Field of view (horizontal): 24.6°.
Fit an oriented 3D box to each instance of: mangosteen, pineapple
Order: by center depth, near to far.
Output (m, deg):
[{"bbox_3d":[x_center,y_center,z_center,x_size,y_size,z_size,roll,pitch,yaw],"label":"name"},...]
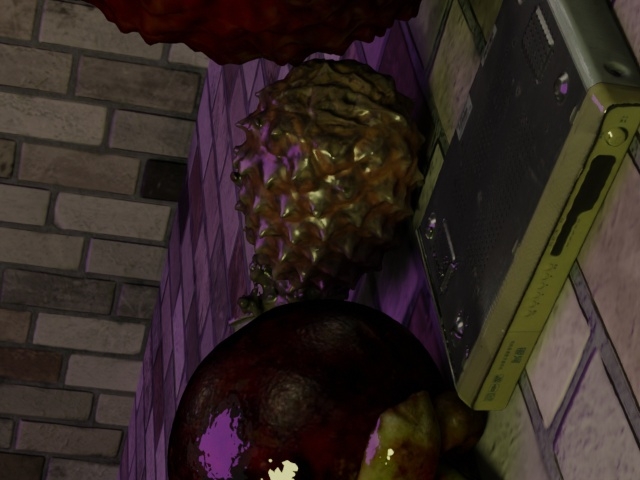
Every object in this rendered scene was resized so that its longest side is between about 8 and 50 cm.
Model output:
[{"bbox_3d":[0.019,0.160,1.066,0.265,0.228,0.228,9,92,36],"label":"mangosteen"},{"bbox_3d":[0.000,0.000,1.344,0.361,0.175,0.175,93,175,-49],"label":"pineapple"}]

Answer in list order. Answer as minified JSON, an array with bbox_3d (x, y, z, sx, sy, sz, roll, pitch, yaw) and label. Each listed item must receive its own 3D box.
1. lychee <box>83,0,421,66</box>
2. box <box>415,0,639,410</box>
[{"bbox_3d":[-0.052,-0.349,1.164,0.500,0.424,0.425,-99,20,-67],"label":"lychee"},{"bbox_3d":[0.131,-0.046,0.996,0.211,0.045,0.270,-99,21,-47],"label":"box"}]
